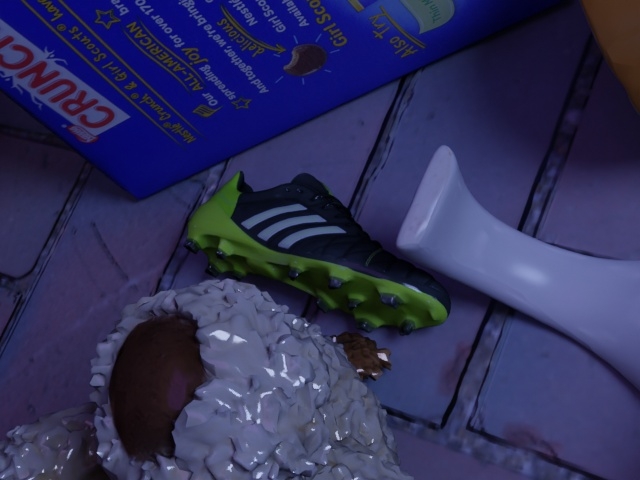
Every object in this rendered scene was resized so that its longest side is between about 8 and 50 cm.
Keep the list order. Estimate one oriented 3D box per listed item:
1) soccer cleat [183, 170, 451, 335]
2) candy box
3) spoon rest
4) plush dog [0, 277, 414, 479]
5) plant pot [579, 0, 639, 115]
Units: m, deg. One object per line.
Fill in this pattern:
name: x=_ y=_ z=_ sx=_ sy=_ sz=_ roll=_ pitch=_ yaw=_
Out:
soccer cleat: x=0.000 y=0.000 z=0.535 sx=0.179 sy=0.060 sz=0.072 roll=17 pitch=63 yaw=33
candy box: x=-0.055 y=-0.185 z=0.521 sx=0.317 sy=0.268 sz=0.122 roll=-23 pitch=56 yaw=16
spoon rest: x=0.174 y=0.034 z=0.426 sx=0.276 sy=0.084 sz=0.137 roll=22 pitch=79 yaw=20
plush dog: x=-0.016 y=0.155 z=0.420 sx=0.262 sy=0.210 sz=0.225 roll=-38 pitch=66 yaw=41
plant pot: x=0.222 y=-0.136 z=0.413 sx=0.188 sy=0.205 sz=0.205 roll=-25 pitch=56 yaw=34
